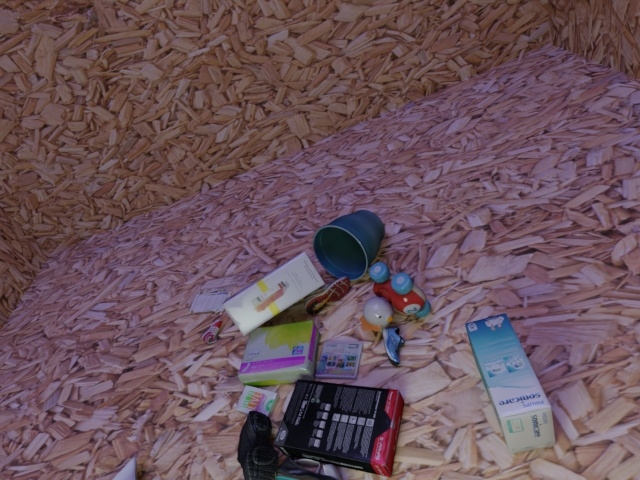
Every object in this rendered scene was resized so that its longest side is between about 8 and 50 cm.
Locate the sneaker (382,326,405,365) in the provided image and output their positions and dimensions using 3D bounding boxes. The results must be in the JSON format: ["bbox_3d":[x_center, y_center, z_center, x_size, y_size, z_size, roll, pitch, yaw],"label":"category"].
[{"bbox_3d":[0.262,0.364,1.476,0.073,0.063,0.162,-15,38,11],"label":"sneaker"}]

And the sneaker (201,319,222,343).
[{"bbox_3d":[-0.478,0.414,1.893,0.118,0.042,0.067,-50,37,-17],"label":"sneaker"}]

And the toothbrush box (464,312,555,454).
[{"bbox_3d":[0.517,0.388,1.156,0.126,0.216,0.295,-19,38,12],"label":"toothbrush box"}]

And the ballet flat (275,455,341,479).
[{"bbox_3d":[-0.008,0.692,1.217,0.281,0.095,0.096,3,33,34],"label":"ballet flat"}]

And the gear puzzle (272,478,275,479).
[{"bbox_3d":[-0.154,0.813,1.179,0.176,0.044,0.339,-33,35,-17],"label":"gear puzzle"}]

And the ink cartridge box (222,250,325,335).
[{"bbox_3d":[-0.195,0.214,1.768,0.385,0.160,0.279,-32,1,-7],"label":"ink cartridge box"}]

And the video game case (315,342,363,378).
[{"bbox_3d":[0.070,0.439,1.539,0.157,0.019,0.143,-6,41,25],"label":"video game case"}]

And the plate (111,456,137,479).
[{"bbox_3d":[-0.697,0.894,1.366,0.277,0.045,0.278,-45,18,-16],"label":"plate"}]

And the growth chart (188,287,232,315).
[{"bbox_3d":[-0.550,0.302,2.096,0.237,0.021,0.172,-5,41,27],"label":"growth chart"}]

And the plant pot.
[{"bbox_3d":[0.148,-0.005,1.851,0.272,0.271,0.255,6,33,37],"label":"plant pot"}]

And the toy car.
[{"bbox_3d":[0.244,0.246,1.526,0.210,0.219,0.238,26,74,47],"label":"toy car"}]

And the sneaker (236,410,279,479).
[{"bbox_3d":[-0.209,0.682,1.328,0.130,0.109,0.286,-59,16,12],"label":"sneaker"}]

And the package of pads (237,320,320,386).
[{"bbox_3d":[-0.156,0.432,1.620,0.297,0.101,0.229,-12,39,19],"label":"package of pads"}]

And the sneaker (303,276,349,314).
[{"bbox_3d":[0.022,0.217,1.786,0.225,0.088,0.092,-31,35,-6],"label":"sneaker"}]

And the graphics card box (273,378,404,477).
[{"bbox_3d":[0.061,0.574,1.316,0.371,0.094,0.232,-4,42,27],"label":"graphics card box"}]

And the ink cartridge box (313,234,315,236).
[{"bbox_3d":[0.000,0.000,2.044,0.029,0.115,0.063,20,57,45],"label":"ink cartridge box"}]

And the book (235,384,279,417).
[{"bbox_3d":[-0.230,0.593,1.531,0.144,0.035,0.096,1,48,31],"label":"book"}]
